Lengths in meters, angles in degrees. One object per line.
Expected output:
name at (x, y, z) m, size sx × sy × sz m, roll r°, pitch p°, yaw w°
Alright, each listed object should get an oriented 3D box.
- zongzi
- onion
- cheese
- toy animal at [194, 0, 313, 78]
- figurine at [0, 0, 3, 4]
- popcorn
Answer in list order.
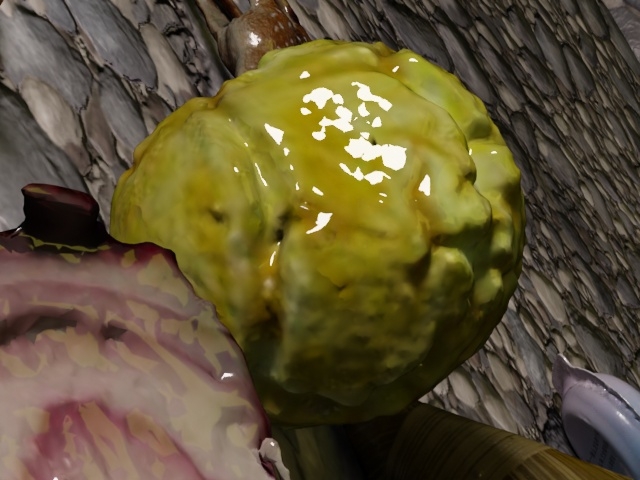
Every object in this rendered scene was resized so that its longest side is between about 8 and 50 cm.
zongzi at (0.161, 0.176, 1.079) m, size 0.286 × 0.134 × 0.288 m, roll -4°, pitch 45°, yaw -36°
onion at (-0.113, 0.150, 0.597) m, size 0.280 × 0.146 × 0.314 m, roll -10°, pitch 69°, yaw -42°
cheese at (0.271, 0.190, 1.406) m, size 0.244 × 0.052 × 0.135 m, roll 49°, pitch -17°, yaw 24°
toy animal at (-0.028, -0.112, 1.190) m, size 0.260 × 0.087 × 0.243 m, roll 61°, pitch 22°, yaw 15°
figurine at (-0.208, -0.166, 0.845) m, size 0.197 × 0.094 × 0.147 m, roll 15°, pitch 58°, yaw -62°
popcorn at (0.000, 0.000, 0.912) m, size 0.183 × 0.221 × 0.204 m, roll 68°, pitch 6°, yaw -73°
